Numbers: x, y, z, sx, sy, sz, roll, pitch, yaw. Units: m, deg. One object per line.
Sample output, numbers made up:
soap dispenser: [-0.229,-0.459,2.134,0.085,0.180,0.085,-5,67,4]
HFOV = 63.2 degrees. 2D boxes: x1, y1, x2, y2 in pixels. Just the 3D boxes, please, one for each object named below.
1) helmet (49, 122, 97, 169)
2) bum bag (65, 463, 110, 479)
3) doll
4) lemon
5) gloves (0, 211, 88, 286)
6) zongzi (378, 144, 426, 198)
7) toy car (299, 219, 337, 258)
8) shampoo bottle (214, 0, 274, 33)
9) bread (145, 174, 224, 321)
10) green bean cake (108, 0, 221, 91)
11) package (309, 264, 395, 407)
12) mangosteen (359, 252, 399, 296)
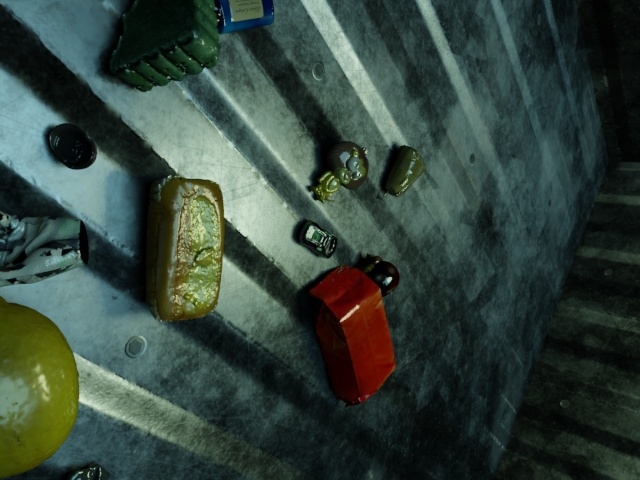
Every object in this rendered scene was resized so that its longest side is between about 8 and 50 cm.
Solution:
helmet: [-0.423,-0.161,0.902,0.065,0.049,0.084,-34,97,-2]
bum bag: [-0.476,0.520,0.980,0.198,0.049,0.087,-61,140,-20]
doll: [0.062,-0.176,1.397,0.145,0.096,0.188,26,88,-39]
lemon: [-0.486,0.221,0.779,0.236,0.236,0.263,-27,85,-41]
gloves: [-0.491,0.019,0.827,0.212,0.111,0.128,-8,84,-12]
zongzi: [0.273,-0.182,1.641,0.178,0.081,0.189,32,80,-56]
toy car: [0.000,0.000,1.388,0.142,0.055,0.069,35,76,-44]
shampoo bottle: [-0.178,-0.490,1.100,0.183,0.050,0.087,-31,122,-40]
bread: [-0.277,0.014,1.047,0.152,0.119,0.288,-1,99,-43]
green bean cake: [-0.285,-0.396,0.947,0.107,0.193,0.209,20,58,-65]
package: [0.098,0.282,1.502,0.196,0.123,0.424,-37,125,-39]
mangosteen: [0.169,0.102,1.553,0.140,0.140,0.140,-12,106,-46]
